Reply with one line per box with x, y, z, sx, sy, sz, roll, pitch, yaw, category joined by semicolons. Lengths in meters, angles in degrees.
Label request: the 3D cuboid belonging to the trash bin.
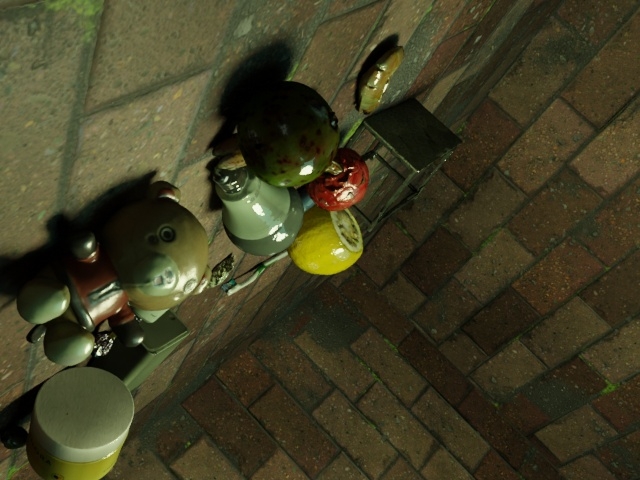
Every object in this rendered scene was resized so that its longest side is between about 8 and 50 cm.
-0.468;0.284;1.722;0.240;0.122;0.164;-48;171;28;trash bin

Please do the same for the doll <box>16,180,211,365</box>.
-0.337;0.059;1.131;0.330;0.235;0.174;-31;-151;-27;doll

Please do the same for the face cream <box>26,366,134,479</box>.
-0.563;0.435;1.591;0.218;0.218;0.179;-34;159;-49;face cream

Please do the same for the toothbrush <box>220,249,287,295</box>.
-0.202;0.101;2.309;0.042;0.040;0.418;-53;168;31;toothbrush

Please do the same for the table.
0.218;-0.238;2.093;0.335;0.222;0.272;-33;163;-50;table

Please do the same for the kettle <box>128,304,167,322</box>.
-0.352;0.102;1.495;0.148;0.098;0.127;-42;176;3;kettle

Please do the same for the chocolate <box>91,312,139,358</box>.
-0.462;0.200;1.523;0.147;0.072;0.070;-43;-144;21;chocolate

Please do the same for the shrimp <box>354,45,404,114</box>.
0.136;-0.376;1.640;0.145;0.061;0.267;-51;172;-22;shrimp

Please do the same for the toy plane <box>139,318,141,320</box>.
-0.414;0.147;1.600;0.145;0.037;0.060;-39;160;-10;toy plane

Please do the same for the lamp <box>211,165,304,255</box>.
-0.131;-0.094;1.449;0.182;0.182;0.313;-41;152;-21;lamp

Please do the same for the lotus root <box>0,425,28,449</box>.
-0.720;0.464;1.602;0.049;0.054;0.099;-31;169;-8;lotus root

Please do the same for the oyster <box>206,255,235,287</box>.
-0.283;0.082;1.933;0.098;0.037;0.100;-27;-151;50;oyster

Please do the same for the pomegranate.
-0.082;-0.181;1.212;0.248;0.202;0.202;-18;-177;25;pomegranate

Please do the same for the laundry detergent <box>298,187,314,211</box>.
-0.057;-0.107;1.961;0.206;0.061;0.096;-38;166;-37;laundry detergent

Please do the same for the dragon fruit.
0.044;-0.166;1.831;0.172;0.172;0.209;-42;180;-18;dragon fruit

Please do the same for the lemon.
0.000;0.000;2.180;0.219;0.240;0.240;-26;179;24;lemon
